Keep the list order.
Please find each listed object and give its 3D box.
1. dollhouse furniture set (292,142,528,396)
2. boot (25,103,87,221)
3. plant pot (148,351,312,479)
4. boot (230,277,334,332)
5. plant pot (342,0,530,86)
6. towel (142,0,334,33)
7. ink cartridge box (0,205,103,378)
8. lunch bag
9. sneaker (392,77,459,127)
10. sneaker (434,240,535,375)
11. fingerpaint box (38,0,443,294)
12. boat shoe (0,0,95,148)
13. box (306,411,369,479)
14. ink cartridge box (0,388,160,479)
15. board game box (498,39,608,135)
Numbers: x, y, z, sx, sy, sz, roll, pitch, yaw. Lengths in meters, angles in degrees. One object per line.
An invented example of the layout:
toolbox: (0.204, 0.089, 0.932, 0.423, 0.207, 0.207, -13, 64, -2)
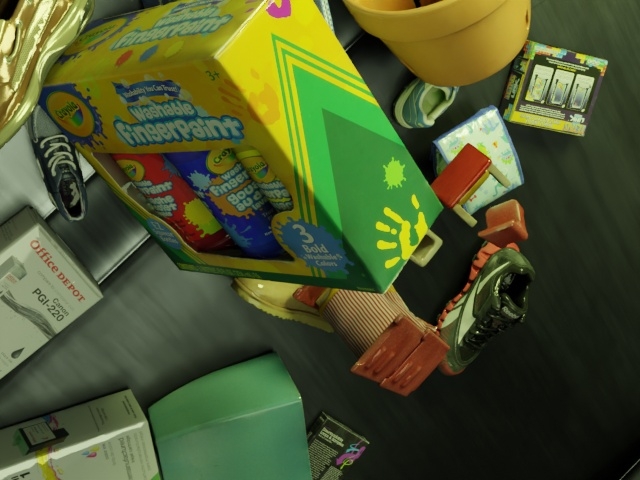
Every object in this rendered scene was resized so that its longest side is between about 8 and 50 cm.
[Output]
dollhouse furniture set: (0.159, 0.030, 1.538, 0.374, 0.201, 0.152, -50, 136, 6)
boot: (-0.366, -0.122, 1.400, 0.069, 0.086, 0.190, -20, 116, -18)
plant pot: (-0.155, 0.313, 1.629, 0.234, 0.166, 0.166, -11, 114, -13)
boot: (0.000, 0.000, 1.625, 0.236, 0.089, 0.270, 21, 100, -43)
plant pot: (0.191, -0.370, 1.479, 0.291, 0.291, 0.203, -42, 137, -6)
towel: (-0.111, -0.288, 1.334, 0.040, 0.335, 0.243, -38, 123, -41)
ink cartridge box: (-0.450, 0.081, 1.435, 0.218, 0.092, 0.159, -40, 121, -9)
lunch bag: (0.260, -0.139, 1.687, 0.128, 0.096, 0.151, -32, 129, -11)
sneaker: (0.207, -0.268, 1.621, 0.080, 0.081, 0.211, 30, 93, -29)
sneaker: (0.295, 0.133, 1.784, 0.097, 0.135, 0.276, 24, 99, -32)
fingerpaint box: (-0.124, -0.121, 1.295, 0.163, 0.444, 0.371, -53, 125, -27)
boat shoe: (-0.415, -0.232, 1.267, 0.120, 0.122, 0.324, 45, 54, -35)
box: (-0.001, 0.403, 1.806, 0.116, 0.029, 0.162, 37, 92, -32)
ink cartridge box: (-0.400, 0.382, 1.556, 0.278, 0.117, 0.202, -16, 115, -19)
board game box: (0.406, -0.266, 1.736, 0.170, 0.048, 0.141, 7, 108, -28)
